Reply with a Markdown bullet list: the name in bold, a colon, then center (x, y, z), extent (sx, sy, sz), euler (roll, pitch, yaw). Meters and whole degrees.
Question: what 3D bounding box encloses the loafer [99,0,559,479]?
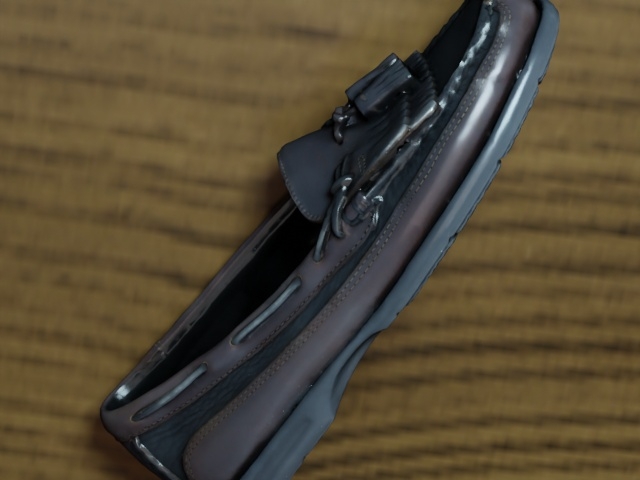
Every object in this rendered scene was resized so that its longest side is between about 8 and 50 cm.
- **loafer**: center (0.000, 0.000, 0.941), extent (0.095, 0.109, 0.302), euler (29, 107, -10)
